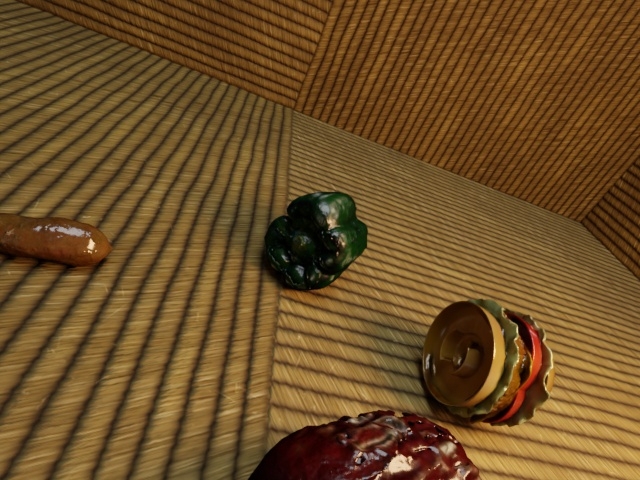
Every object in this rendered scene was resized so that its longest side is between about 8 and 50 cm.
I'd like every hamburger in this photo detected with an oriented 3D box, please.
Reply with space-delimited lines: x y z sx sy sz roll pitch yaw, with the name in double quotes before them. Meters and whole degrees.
"hamburger" 0.382 0.273 0.936 0.212 0.274 0.274 20 31 -16

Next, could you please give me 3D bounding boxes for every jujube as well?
"jujube" 0.071 0.379 0.585 0.377 0.258 0.258 -1 40 -26

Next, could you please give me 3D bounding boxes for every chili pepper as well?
"chili pepper" 0.000 0.000 1.106 0.257 0.249 0.233 -18 79 -55

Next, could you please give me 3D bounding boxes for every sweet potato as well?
"sweet potato" -0.570 -0.011 0.824 0.292 0.097 0.097 14 33 -18
